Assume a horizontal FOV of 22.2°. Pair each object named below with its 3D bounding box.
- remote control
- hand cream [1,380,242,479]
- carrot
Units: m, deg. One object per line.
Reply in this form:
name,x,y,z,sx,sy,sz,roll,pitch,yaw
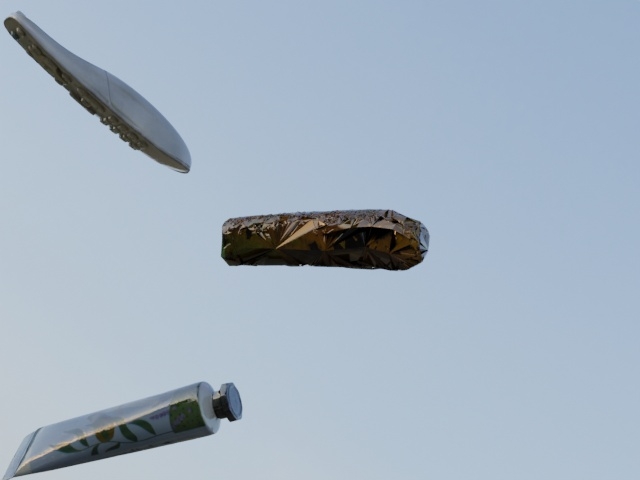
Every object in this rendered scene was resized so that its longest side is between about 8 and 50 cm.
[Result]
remote control,-0.209,-0.144,1.576,0.229,0.044,0.073,42,-10,-15
hand cream,-0.216,0.205,1.762,0.271,0.091,0.058,-15,-64,16
carrot,0.000,0.000,1.711,0.229,0.069,0.069,0,-30,20
